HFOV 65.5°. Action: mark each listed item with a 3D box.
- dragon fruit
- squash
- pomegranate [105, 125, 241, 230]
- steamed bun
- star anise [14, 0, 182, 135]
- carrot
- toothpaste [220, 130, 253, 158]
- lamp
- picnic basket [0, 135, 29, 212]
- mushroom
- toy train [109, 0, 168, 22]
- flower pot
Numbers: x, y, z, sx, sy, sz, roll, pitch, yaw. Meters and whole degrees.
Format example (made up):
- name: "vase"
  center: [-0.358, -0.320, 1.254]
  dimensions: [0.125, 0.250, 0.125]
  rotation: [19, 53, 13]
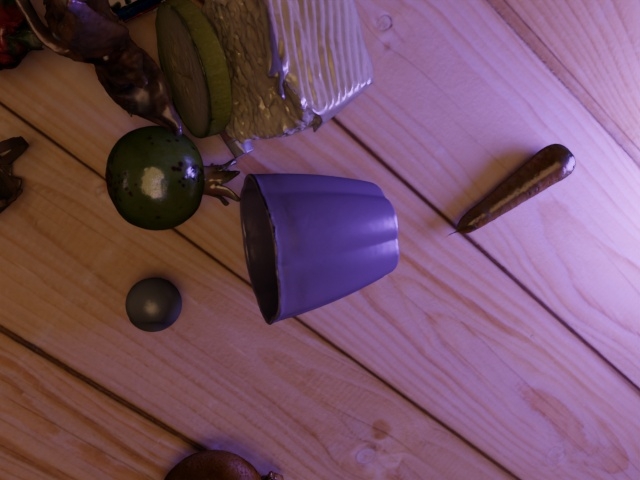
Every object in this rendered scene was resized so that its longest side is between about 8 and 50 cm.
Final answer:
- name: "dragon fruit"
  center: [-0.538, -0.343, 0.764]
  dimensions: [0.182, 0.189, 0.182]
  rotation: [-18, 118, -38]
- name: "squash"
  center: [-0.209, -0.275, 0.809]
  dimensions: [0.041, 0.219, 0.219]
  rotation: [-22, 107, -26]
- name: "pomegranate"
  center: [-0.253, -0.106, 0.871]
  dimensions: [0.224, 0.181, 0.181]
  rotation: [2, 105, -32]
- name: "steamed bun"
  center: [-0.084, -0.315, 0.817]
  dimensions: [0.273, 0.272, 0.290]
  rotation: [-26, 111, -44]
- name: "star anise"
  center: [-0.340, -0.296, 0.753]
  dimensions: [0.109, 0.292, 0.349]
  rotation: [-49, 142, -13]
- name: "carrot"
  center: [0.379, -0.091, 1.015]
  dimensions: [0.298, 0.078, 0.078]
  rotation: [-35, 106, 4]
- name: "toothpaste"
  center: [-0.186, -0.244, 0.906]
  dimensions: [0.067, 0.043, 0.194]
  rotation: [-27, 100, 1]
- name: "lamp"
  center: [-0.315, 0.121, 0.942]
  dimensions: [0.105, 0.105, 0.105]
  rotation: [-2, 104, -8]
- name: "picnic basket"
  center: [-0.567, -0.117, 0.830]
  dimensions: [0.178, 0.128, 0.138]
  rotation: [-34, 110, 19]
- name: "mushroom"
  center: [-0.207, 0.582, 1.043]
  dimensions: [0.278, 0.163, 0.297]
  rotation: [-19, 104, -3]
- name: "toy train"
  center: [-0.253, -0.432, 0.799]
  dimensions: [0.204, 0.131, 0.082]
  rotation: [-27, 106, -1]
- name: "flower pot"
  center: [0.000, 0.000, 0.891]
  dimensions: [0.243, 0.265, 0.265]
  rotation: [-9, 105, -16]
